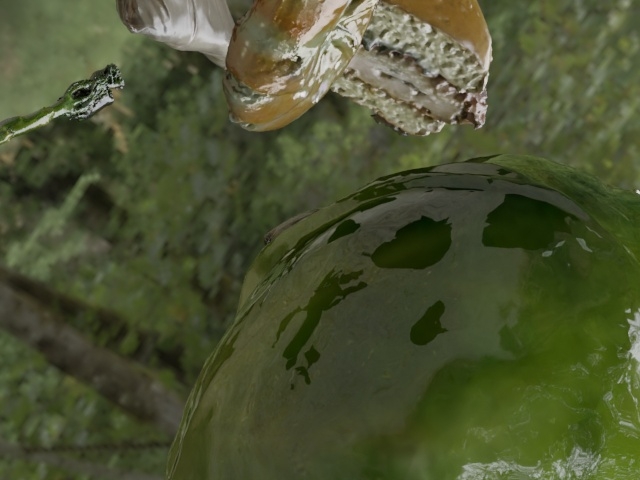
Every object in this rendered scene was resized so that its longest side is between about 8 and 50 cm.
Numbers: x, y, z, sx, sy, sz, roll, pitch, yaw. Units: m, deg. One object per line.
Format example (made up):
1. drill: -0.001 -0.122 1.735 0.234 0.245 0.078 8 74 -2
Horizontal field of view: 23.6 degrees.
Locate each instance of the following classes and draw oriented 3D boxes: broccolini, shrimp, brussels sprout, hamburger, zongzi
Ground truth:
1. broccolini: -0.304 -0.149 1.704 0.254 0.057 0.071 -30 126 -61
2. shrimp: 0.013 -0.120 0.692 0.099 0.041 0.180 -19 146 -47
3. brussels sprout: 0.093 0.109 1.004 0.425 0.342 0.361 -22 145 -13
4. hamburger: 0.042 -0.248 1.470 0.155 0.282 0.245 -38 -138 55
5. zongzi: 0.000 0.000 1.354 0.083 0.040 0.076 13 -149 42

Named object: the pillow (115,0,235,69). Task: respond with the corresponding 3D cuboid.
1. pillow: -0.148 -0.268 1.240 0.067 0.270 0.173 -20 179 19
